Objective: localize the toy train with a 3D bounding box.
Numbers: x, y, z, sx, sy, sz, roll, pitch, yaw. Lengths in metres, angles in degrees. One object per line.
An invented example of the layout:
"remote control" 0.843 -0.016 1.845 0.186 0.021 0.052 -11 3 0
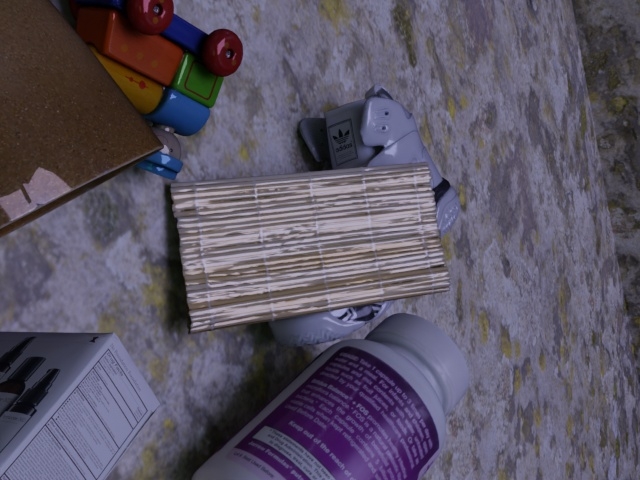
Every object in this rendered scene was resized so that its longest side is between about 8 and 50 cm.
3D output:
"toy train" -0.187 -0.150 0.687 0.248 0.105 0.144 22 86 -51

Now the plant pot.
"plant pot" -0.254 -0.108 0.467 0.237 0.237 0.254 -39 104 -53

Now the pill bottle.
"pill bottle" 0.024 0.209 0.854 0.301 0.169 0.169 -39 121 -35

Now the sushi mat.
"sushi mat" 0.000 0.000 0.869 0.316 0.019 0.152 -7 81 -27

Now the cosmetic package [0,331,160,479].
"cosmetic package" -0.215 0.101 0.465 0.099 0.239 0.061 -55 131 -46

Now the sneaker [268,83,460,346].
"sneaker" 0.028 -0.041 0.987 0.366 0.137 0.210 -43 113 -43
